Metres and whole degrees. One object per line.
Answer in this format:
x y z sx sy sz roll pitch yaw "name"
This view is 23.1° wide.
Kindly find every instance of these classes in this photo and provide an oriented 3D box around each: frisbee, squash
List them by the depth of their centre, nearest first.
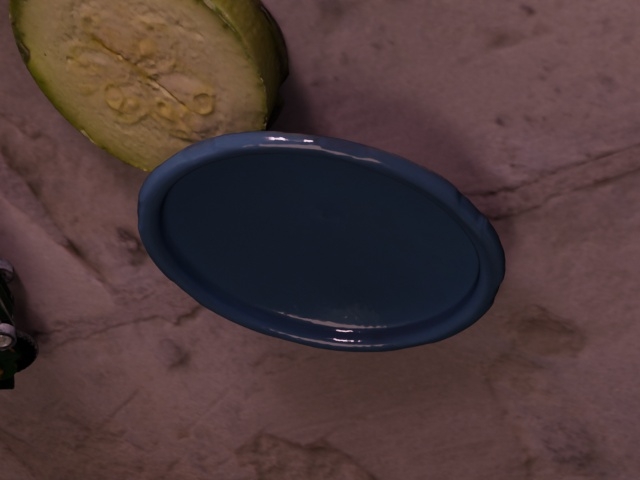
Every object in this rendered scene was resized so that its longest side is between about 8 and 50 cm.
-0.132 -0.134 1.170 0.219 0.041 0.219 15 138 14 "squash"
0.001 -0.005 1.220 0.290 0.049 0.289 9 147 6 "frisbee"

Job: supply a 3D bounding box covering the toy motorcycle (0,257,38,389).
-0.367 0.069 1.412 0.187 0.124 0.274 -13 143 3 "toy motorcycle"
